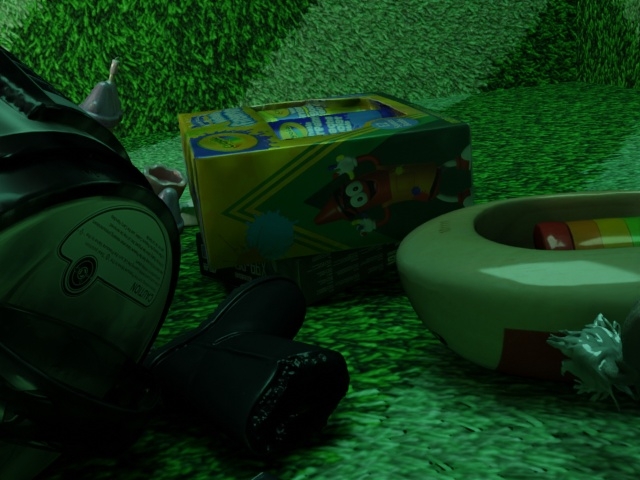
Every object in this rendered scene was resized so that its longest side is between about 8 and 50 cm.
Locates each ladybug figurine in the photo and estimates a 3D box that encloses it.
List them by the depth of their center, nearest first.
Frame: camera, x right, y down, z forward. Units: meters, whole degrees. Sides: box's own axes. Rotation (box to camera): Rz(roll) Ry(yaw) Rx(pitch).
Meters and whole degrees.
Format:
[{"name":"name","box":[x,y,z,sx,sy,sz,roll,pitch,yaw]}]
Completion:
[{"name":"ladybug figurine","box":[0.309,0.049,0.846,0.450,0.161,0.305,-3,18,10]}]

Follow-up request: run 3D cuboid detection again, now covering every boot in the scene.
[{"name":"boot","box":[-0.045,0.122,0.822,0.207,0.094,0.246,6,27,42]}]

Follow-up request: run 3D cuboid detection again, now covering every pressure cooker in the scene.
[{"name":"pressure cooker","box":[-0.324,0.038,0.659,0.420,0.375,0.370,34,34,21]}]

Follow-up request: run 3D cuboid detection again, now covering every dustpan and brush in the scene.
[{"name":"dustpan and brush","box":[-0.253,-0.060,1.539,0.147,0.060,0.211,-2,17,11]}]

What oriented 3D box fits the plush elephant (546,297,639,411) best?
[{"name":"plush elephant","box":[0.368,0.068,0.573,0.256,0.271,0.330,-23,12,-19]}]

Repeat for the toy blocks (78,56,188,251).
[{"name":"toy blocks","box":[-0.320,-0.084,1.012,0.309,0.260,0.288,14,25,-15]}]

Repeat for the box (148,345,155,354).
[{"name":"box","box":[-0.314,0.134,0.967,0.136,0.036,0.225,-18,22,-37]}]

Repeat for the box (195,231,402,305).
[{"name":"box","box":[0.000,0.000,1.245,0.308,0.076,0.243,-20,23,-40]}]

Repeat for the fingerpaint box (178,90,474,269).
[{"name":"fingerpaint box","box":[-0.020,-0.120,1.228,0.371,0.163,0.445,-8,18,-9]}]

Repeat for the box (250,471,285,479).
[{"name":"box","box":[-0.045,0.245,0.504,0.175,0.051,0.220,9,22,39]}]
